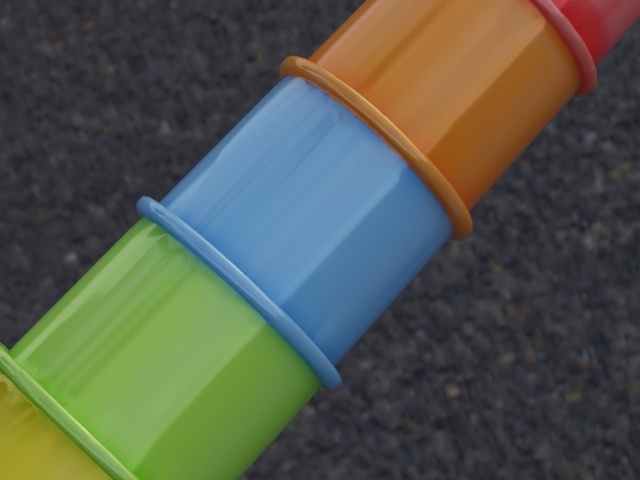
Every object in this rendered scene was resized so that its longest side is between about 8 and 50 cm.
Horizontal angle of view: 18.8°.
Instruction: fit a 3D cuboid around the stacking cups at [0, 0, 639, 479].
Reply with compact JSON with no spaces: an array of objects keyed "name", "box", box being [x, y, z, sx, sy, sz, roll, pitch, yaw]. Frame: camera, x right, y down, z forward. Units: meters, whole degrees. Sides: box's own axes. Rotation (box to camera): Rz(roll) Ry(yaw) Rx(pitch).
[{"name":"stacking cups","box":[0.000,0.000,0.593,0.316,0.096,0.096,-44,47,-7]}]
